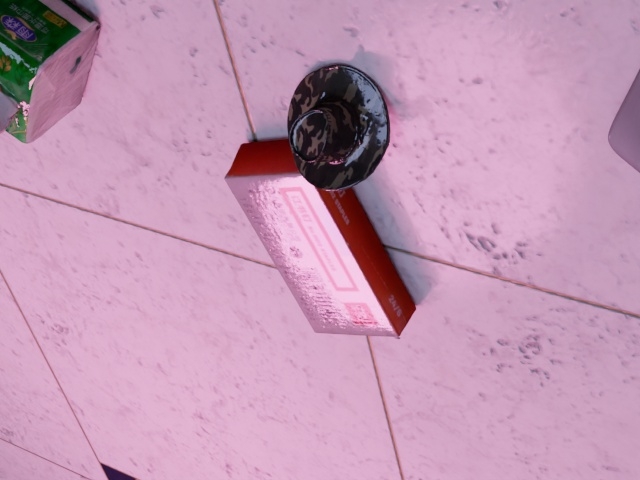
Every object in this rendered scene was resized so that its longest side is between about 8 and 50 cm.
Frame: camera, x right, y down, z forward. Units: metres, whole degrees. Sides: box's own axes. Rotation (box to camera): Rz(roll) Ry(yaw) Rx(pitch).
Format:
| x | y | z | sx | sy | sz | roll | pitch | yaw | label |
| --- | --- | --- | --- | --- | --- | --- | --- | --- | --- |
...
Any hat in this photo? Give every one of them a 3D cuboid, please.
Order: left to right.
| x | y | z | sx | sy | sz | roll | pitch | yaw | label |
| --- | --- | --- | --- | --- | --- | --- | --- | --- | --- |
| 0.004 | -0.100 | 1.065 | 0.121 | 0.050 | 0.121 | 10 | 108 | 32 | hat |

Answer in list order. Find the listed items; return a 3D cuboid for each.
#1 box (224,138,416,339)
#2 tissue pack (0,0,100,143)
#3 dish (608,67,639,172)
| x | y | z | sx | sy | sz | roll | pitch | yaw | label |
| --- | --- | --- | --- | --- | --- | --- | --- | --- | --- |
| 0.000 | 0.000 | 1.209 | 0.123 | 0.050 | 0.229 | -2 | 128 | 42 | box |
| -0.362 | -0.205 | 1.218 | 0.209 | 0.156 | 0.148 | 38 | 143 | 3 | tissue pack |
| 0.301 | -0.087 | 0.806 | 0.181 | 0.080 | 0.243 | 30 | 144 | 13 | dish |
